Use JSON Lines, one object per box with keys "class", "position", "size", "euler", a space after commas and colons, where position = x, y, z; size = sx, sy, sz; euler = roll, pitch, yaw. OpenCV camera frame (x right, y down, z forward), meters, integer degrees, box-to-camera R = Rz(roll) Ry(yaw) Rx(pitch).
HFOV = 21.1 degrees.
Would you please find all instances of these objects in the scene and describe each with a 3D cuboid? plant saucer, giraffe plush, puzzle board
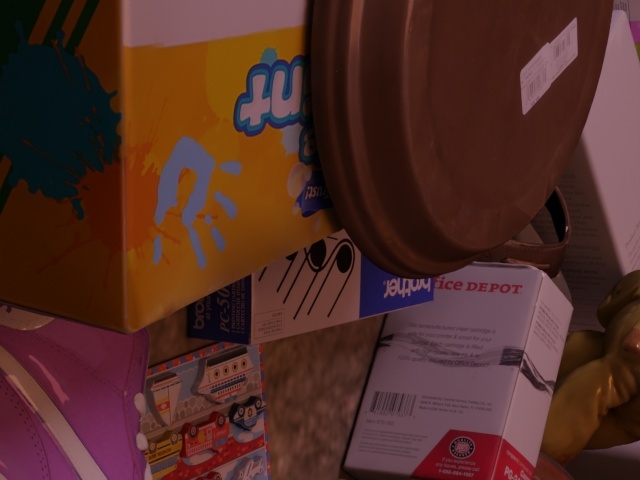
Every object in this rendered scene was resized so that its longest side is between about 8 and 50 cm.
{"class": "plant saucer", "position": [0.084, -0.114, 0.848], "size": [0.278, 0.041, 0.278], "euler": [-30, 126, -53]}
{"class": "giraffe plush", "position": [0.258, 0.118, 1.205], "size": [0.170, 0.210, 0.181], "euler": [42, 41, -1]}
{"class": "puzzle board", "position": [-0.067, 0.110, 0.968], "size": [0.128, 0.011, 0.096], "euler": [-17, 107, -56]}

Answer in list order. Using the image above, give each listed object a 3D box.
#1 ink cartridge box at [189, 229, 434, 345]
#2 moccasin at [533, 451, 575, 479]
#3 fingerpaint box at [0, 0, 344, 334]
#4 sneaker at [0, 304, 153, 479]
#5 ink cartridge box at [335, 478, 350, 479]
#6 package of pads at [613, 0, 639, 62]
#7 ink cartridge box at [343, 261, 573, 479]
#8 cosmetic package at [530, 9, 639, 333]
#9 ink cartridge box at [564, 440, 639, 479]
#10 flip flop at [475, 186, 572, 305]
{"class": "ink cartridge box", "position": [0.000, 0.000, 1.028], "size": [0.207, 0.046, 0.097], "euler": [-9, 101, -57]}
{"class": "moccasin", "position": [0.134, 0.317, 1.199], "size": [0.147, 0.139, 0.380], "euler": [-45, 138, -57]}
{"class": "fingerpaint box", "position": [-0.021, -0.203, 0.841], "size": [0.445, 0.163, 0.371], "euler": [-27, 123, -53]}
{"class": "sneaker", "position": [-0.101, 0.129, 0.837], "size": [0.282, 0.102, 0.161], "euler": [62, 41, -39]}
{"class": "ink cartridge box", "position": [0.077, 0.267, 0.984], "size": [0.088, 0.193, 0.234], "euler": [89, 12, -50]}
{"class": "package of pads", "position": [0.301, -0.181, 1.427], "size": [0.229, 0.101, 0.296], "euler": [-33, 119, -52]}
{"class": "ink cartridge box", "position": [0.092, 0.094, 1.119], "size": [0.063, 0.109, 0.150], "euler": [43, 58, -49]}
{"class": "cosmetic package", "position": [0.203, -0.048, 1.306], "size": [0.117, 0.085, 0.231], "euler": [-55, 133, -40]}
{"class": "ink cartridge box", "position": [0.234, 0.279, 1.351], "size": [0.198, 0.115, 0.273], "euler": [-41, 126, -48]}
{"class": "flip flop", "position": [0.128, -0.020, 1.191], "size": [0.112, 0.080, 0.277], "euler": [-58, 139, -36]}
